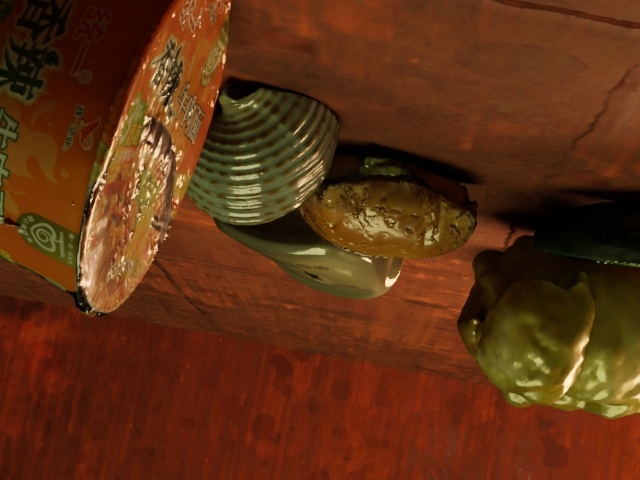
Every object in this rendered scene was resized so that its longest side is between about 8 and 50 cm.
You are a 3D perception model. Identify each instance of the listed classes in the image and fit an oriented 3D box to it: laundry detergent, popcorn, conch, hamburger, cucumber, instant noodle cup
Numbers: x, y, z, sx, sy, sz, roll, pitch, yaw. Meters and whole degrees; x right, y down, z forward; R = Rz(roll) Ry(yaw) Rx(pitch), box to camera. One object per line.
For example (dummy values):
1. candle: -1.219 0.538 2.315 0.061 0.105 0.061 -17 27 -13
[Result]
1. laundry detergent: 0.000 0.000 1.427 0.181 0.091 0.253 10 169 23
2. popcorn: 0.253 0.081 1.362 0.286 0.173 0.225 7 -169 -31
3. conch: -0.051 -0.066 1.131 0.135 0.102 0.153 -3 172 -10
4. hamburger: 0.055 -0.032 1.223 0.176 0.087 0.102 12 172 8
5. cucumber: 0.305 -0.001 1.191 0.244 0.063 0.115 6 178 25
6. instant noodle cup: -0.179 -0.088 0.835 0.182 0.230 0.230 20 171 5
